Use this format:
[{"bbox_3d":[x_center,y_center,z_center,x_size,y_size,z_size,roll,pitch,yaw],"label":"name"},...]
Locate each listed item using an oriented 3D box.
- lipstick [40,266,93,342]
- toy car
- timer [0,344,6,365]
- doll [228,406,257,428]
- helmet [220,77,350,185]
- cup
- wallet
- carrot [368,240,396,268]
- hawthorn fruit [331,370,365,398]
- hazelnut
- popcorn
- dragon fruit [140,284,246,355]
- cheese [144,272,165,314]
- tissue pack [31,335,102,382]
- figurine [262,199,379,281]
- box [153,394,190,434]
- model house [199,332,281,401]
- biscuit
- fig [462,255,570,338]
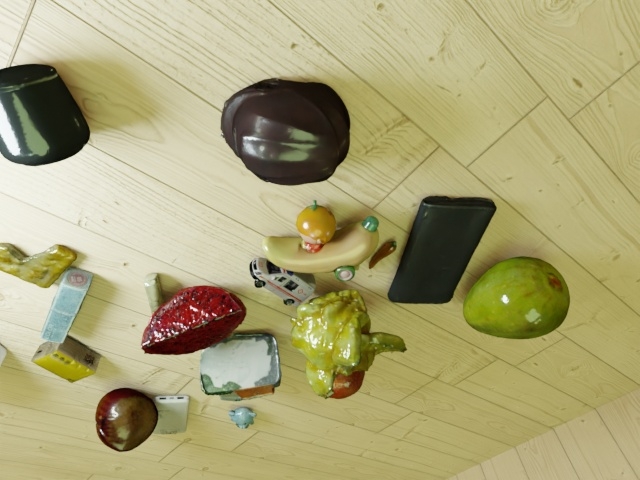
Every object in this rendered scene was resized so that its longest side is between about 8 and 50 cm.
[{"bbox_3d":[-0.762,0.202,1.287,0.077,0.076,0.289,23,124,-27],"label":"lipstick"},{"bbox_3d":[-0.113,0.110,1.292,0.108,0.089,0.210,-36,128,22],"label":"toy car"},{"bbox_3d":[-1.142,0.385,1.315,0.195,0.194,0.192,-13,132,4],"label":"timer"},{"bbox_3d":[-0.339,0.786,1.866,0.120,0.075,0.179,5,130,-8],"label":"doll"},{"bbox_3d":[-0.074,-0.217,0.952,0.306,0.177,0.225,-8,134,-3],"label":"helmet"},{"bbox_3d":[-0.594,-0.255,0.866,0.223,0.169,0.176,12,132,23],"label":"cup"},{"bbox_3d":[0.359,0.043,1.321,0.229,0.062,0.406,3,130,-10],"label":"wallet"},{"bbox_3d":[0.187,0.044,1.316,0.035,0.035,0.142,23,132,-25],"label":"carrot"},{"bbox_3d":[0.068,0.486,1.578,0.211,0.210,0.262,-13,139,4],"label":"hawthorn fruit"},{"bbox_3d":[-0.741,0.666,1.631,0.230,0.229,0.229,-4,132,-5],"label":"hazelnut"},{"bbox_3d":[0.064,0.292,1.333,0.321,0.326,0.290,-29,88,2],"label":"popcorn"},{"bbox_3d":[-0.385,0.243,1.347,0.317,0.152,0.205,-21,151,-8],"label":"dragon fruit"},{"bbox_3d":[-0.500,0.179,1.313,0.043,0.065,0.194,-5,131,-13],"label":"cheese"},{"bbox_3d":[-0.850,0.401,1.447,0.120,0.082,0.169,-24,131,14],"label":"tissue pack"},{"bbox_3d":[0.000,0.000,1.191,0.325,0.124,0.222,-1,132,-2],"label":"figurine"},{"bbox_3d":[-0.626,0.732,1.800,0.142,0.044,0.285,6,130,-16],"label":"box"},{"bbox_3d":[-0.277,0.481,1.568,0.272,0.190,0.301,-8,147,-7],"label":"model house"},{"bbox_3d":[-0.791,0.050,1.174,0.183,0.039,0.174,33,121,-32],"label":"biscuit"},{"bbox_3d":[0.607,0.198,1.373,0.258,0.258,0.326,26,136,-28],"label":"fig"}]
